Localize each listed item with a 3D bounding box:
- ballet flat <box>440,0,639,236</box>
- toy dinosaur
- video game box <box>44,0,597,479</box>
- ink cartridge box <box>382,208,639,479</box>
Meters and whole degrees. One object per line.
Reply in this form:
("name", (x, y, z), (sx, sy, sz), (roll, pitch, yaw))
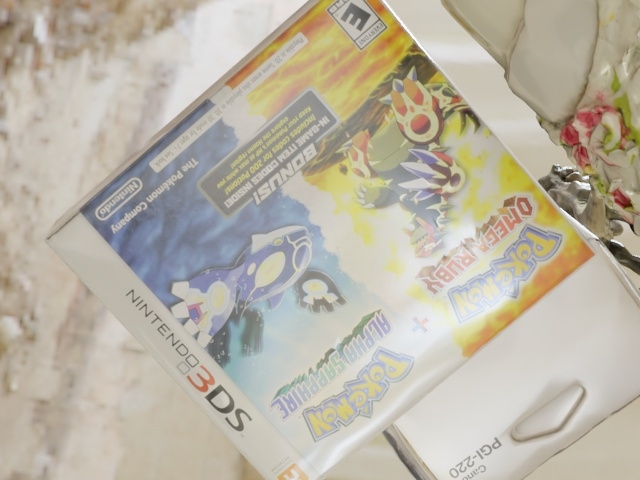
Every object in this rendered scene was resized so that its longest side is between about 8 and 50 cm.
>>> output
("ballet flat", (0.066, -0.099, 0.460), (0.091, 0.077, 0.241), (108, -22, -60))
("toy dinosaur", (0.227, -0.010, 1.236), (0.064, 0.118, 0.268), (-54, -178, 4))
("video game box", (0.000, 0.000, 0.800), (0.205, 0.187, 0.048), (-41, -168, 7))
("ink cartridge box", (0.102, 0.056, 0.956), (0.158, 0.092, 0.218), (-36, -168, 3))
